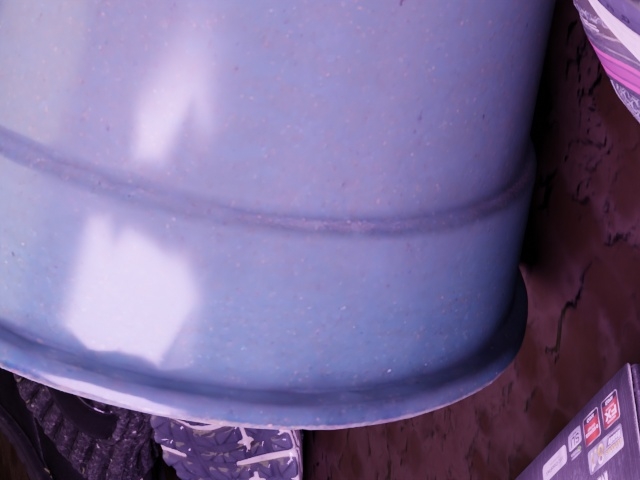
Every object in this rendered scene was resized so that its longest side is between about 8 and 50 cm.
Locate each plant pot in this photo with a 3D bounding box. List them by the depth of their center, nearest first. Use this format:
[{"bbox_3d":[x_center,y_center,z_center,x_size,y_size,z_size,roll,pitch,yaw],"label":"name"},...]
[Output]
[{"bbox_3d":[-0.028,-0.149,0.827,0.341,0.341,0.334,51,133,53],"label":"plant pot"}]

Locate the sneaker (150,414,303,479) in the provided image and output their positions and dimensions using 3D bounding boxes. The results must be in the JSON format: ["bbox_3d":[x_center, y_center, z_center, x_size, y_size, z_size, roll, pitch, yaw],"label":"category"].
[{"bbox_3d":[-0.053,0.056,1.226,0.110,0.122,0.283,4,124,30],"label":"sneaker"}]

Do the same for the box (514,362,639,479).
[{"bbox_3d":[0.123,0.185,0.813,0.231,0.056,0.183,120,153,-56],"label":"box"}]

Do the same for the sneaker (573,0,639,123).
[{"bbox_3d":[0.179,-0.038,0.621,0.299,0.121,0.112,64,180,37],"label":"sneaker"}]

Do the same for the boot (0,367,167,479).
[{"bbox_3d":[-0.213,0.051,1.493,0.348,0.131,0.260,47,146,34],"label":"boot"}]
